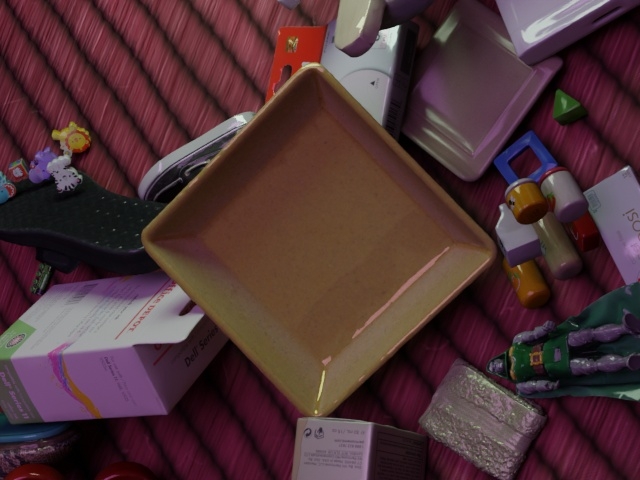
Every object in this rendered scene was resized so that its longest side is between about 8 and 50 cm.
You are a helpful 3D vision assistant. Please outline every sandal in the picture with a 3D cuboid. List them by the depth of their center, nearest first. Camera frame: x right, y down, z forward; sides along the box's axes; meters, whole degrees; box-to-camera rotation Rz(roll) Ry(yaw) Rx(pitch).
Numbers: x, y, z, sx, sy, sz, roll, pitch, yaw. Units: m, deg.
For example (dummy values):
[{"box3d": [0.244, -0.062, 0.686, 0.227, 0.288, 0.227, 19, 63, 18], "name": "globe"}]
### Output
[{"box3d": [-0.346, -0.004, 1.989, 0.446, 0.167, 0.107, 19, 133, 47], "name": "sandal"}]

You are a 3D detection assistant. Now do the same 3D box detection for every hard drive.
[{"box3d": [0.300, -0.421, 1.722, 0.233, 0.047, 0.353, -29, 60, 24], "name": "hard drive"}]

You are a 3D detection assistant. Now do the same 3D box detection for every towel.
[{"box3d": [0.198, 0.222, 1.679, 0.148, 0.027, 0.110, 31, 97, 33], "name": "towel"}]

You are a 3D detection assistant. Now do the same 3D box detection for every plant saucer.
[{"box3d": [0.000, 0.000, 1.721, 0.333, 0.081, 0.333, 46, 107, 1], "name": "plant saucer"}]

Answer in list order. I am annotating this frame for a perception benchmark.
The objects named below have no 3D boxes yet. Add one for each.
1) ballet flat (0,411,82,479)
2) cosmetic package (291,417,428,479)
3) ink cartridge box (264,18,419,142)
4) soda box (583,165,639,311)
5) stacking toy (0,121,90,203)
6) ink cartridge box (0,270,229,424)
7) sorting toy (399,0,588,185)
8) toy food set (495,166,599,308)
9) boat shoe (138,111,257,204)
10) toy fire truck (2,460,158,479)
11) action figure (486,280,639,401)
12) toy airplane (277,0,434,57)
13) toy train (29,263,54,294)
[{"box3d": [-0.525, 0.319, 2.058, 0.483, 0.164, 0.182, 7, 106, 38], "name": "ballet flat"}, {"box3d": [0.039, 0.379, 1.658, 0.113, 0.160, 0.309, 0, 76, 31], "name": "cosmetic package"}, {"box3d": [0.009, -0.204, 1.818, 0.232, 0.066, 0.189, 7, 83, 31], "name": "ink cartridge box"}, {"box3d": [0.385, 0.025, 1.576, 0.069, 0.074, 0.216, -32, 65, 23], "name": "soda box"}, {"box3d": [-0.452, -0.092, 2.054, 0.221, 0.052, 0.167, -24, 24, 4], "name": "stacking toy"}, {"box3d": [-0.264, 0.142, 1.870, 0.353, 0.207, 0.119, -8, 116, 31], "name": "ink cartridge box"}, {"box3d": [0.195, -0.194, 1.762, 0.348, 0.047, 0.196, 42, 99, 32], "name": "sorting toy"}, {"box3d": [0.254, -0.027, 1.599, 0.111, 0.232, 0.104, -23, 56, 1], "name": "toy food set"}, {"box3d": [-0.168, -0.099, 1.949, 0.219, 0.078, 0.070, -33, 63, 20], "name": "boat shoe"}, {"box3d": [-0.325, 0.450, 1.850, 0.302, 0.169, 0.253, 0, 110, -6], "name": "toy fire truck"}, {"box3d": [0.283, 0.136, 1.596, 0.232, 0.063, 0.137, -20, 66, 50], "name": "action figure"}, {"box3d": [0.097, -0.424, 1.710, 0.272, 0.384, 0.386, 17, 101, -9], "name": "toy airplane"}, {"box3d": [-0.426, 0.047, 2.116, 0.024, 0.017, 0.083, 22, 92, 23], "name": "toy train"}]
